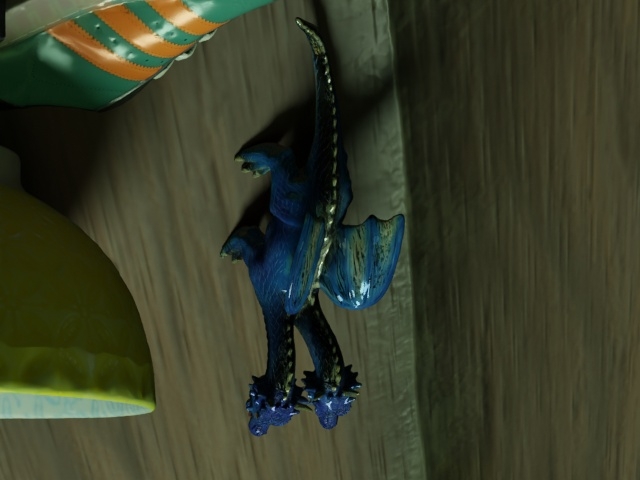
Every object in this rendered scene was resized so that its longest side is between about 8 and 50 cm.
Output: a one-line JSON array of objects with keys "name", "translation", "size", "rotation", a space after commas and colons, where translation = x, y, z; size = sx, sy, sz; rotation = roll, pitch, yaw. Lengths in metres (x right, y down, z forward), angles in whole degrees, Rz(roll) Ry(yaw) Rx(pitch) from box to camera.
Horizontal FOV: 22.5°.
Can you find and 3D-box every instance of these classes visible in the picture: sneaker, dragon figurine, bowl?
[{"name": "sneaker", "translation": [-0.107, -0.149, 0.942], "size": [0.302, 0.108, 0.121], "rotation": [-14, 153, 4]}, {"name": "dragon figurine", "translation": [0.000, 0.000, 1.105], "size": [0.085, 0.144, 0.289], "rotation": [-1, 126, -30]}, {"name": "bowl", "translation": [-0.238, 0.023, 0.958], "size": [0.289, 0.289, 0.156], "rotation": [7, 79, -34]}]

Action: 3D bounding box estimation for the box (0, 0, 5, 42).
[{"name": "box", "translation": [-0.222, -0.186, 0.840], "size": [0.116, 0.029, 0.162], "rotation": [2, 81, -32]}]
